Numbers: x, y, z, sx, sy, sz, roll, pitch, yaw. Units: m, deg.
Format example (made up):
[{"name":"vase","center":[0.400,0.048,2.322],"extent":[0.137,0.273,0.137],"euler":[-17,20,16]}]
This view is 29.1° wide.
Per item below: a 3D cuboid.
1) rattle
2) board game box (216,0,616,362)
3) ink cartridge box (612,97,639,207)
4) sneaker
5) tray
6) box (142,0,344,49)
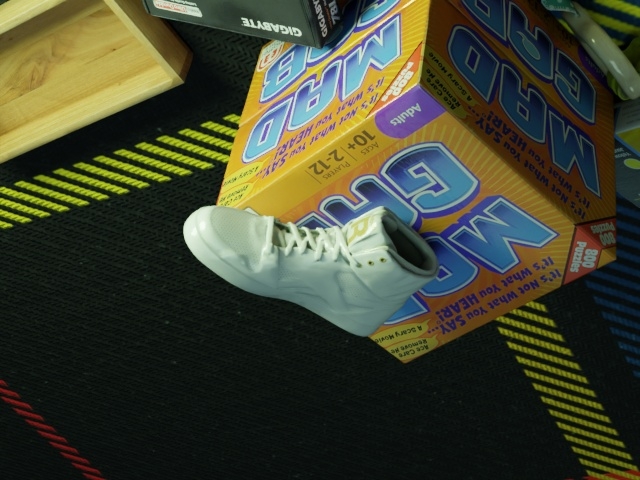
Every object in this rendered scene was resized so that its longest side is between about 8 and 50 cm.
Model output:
[{"name":"rattle","center":[0.385,-0.291,1.604],"extent":[0.143,0.130,0.200],"euler":[-35,94,26]},{"name":"board game box","center":[0.135,-0.127,1.621],"extent":[0.356,0.356,0.356],"euler":[38,131,-25]},{"name":"ink cartridge box","center":[0.538,-0.104,1.686],"extent":[0.307,0.072,0.303],"euler":[32,154,-23]},{"name":"sneaker","center":[0.000,0.000,1.453],"extent":[0.292,0.108,0.169],"euler":[24,135,-27]},{"name":"tray","center":[-0.412,-0.255,1.815],"extent":[0.411,0.076,0.203],"euler":[-18,130,30]},{"name":"box","center":[-0.135,-0.392,1.530],"extent":[0.295,0.073,0.293],"euler":[18,143,31]}]
